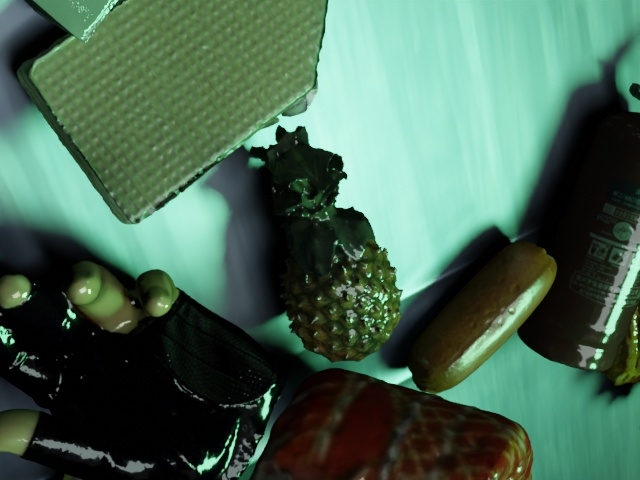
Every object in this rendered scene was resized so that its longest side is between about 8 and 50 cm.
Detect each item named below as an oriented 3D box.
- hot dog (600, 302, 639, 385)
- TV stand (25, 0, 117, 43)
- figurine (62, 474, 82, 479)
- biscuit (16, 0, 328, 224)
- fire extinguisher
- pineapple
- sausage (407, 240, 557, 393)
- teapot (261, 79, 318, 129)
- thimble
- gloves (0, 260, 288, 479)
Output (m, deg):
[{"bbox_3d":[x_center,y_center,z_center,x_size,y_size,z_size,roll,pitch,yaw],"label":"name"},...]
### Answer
[{"bbox_3d":[0.392,0.073,1.692,0.160,0.099,0.226,-30,129,-26],"label":"hot dog"},{"bbox_3d":[-0.129,-0.279,1.016,0.269,0.083,0.088,-51,135,-3],"label":"TV stand"},{"bbox_3d":[-0.218,0.271,1.294,0.083,0.083,0.187,11,117,-45],"label":"figurine"},{"bbox_3d":[-0.096,-0.143,1.114,0.252,0.052,0.150,-40,104,-16],"label":"biscuit"},{"bbox_3d":[0.332,-0.027,1.553,0.136,0.114,0.337,12,109,-19],"label":"fire extinguisher"},{"bbox_3d":[0.000,0.000,1.280,0.125,0.125,0.251,-39,140,-17],"label":"pineapple"},{"bbox_3d":[0.169,0.083,1.514,0.197,0.076,0.076,-44,136,-9],"label":"sausage"},{"bbox_3d":[-0.042,-0.127,1.204,0.064,0.064,0.083,20,97,-55],"label":"teapot"},{"bbox_3d":[0.052,0.306,1.363,0.350,0.231,0.350,16,90,-74],"label":"thimble"},{"bbox_3d":[-0.175,0.109,1.170,0.301,0.152,0.197,42,64,-41],"label":"gloves"}]
